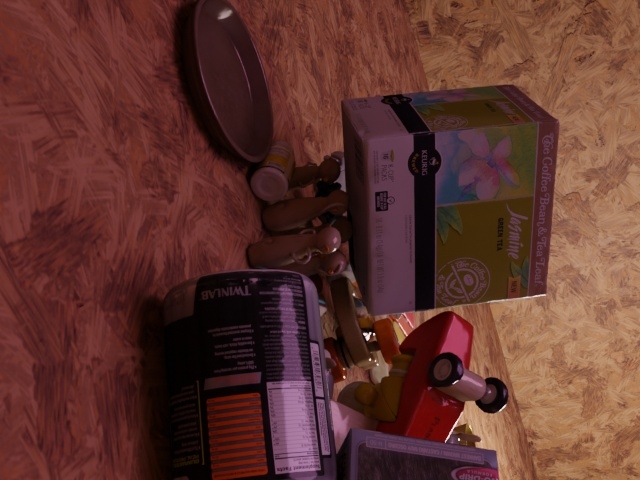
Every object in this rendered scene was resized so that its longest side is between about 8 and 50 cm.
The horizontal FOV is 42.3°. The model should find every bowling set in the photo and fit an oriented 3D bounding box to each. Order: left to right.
[{"bbox_3d":[0.000,0.000,1.422,0.287,0.154,0.199,-79,151,-49],"label":"bowling set"}]

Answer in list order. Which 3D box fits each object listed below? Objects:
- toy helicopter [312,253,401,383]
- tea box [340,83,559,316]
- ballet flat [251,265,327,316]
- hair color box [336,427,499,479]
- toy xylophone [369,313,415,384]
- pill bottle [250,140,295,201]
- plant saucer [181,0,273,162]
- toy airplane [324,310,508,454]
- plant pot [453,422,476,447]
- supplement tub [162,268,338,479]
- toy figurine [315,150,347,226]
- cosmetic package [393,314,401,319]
[{"bbox_3d":[0.064,0.138,1.631,0.355,0.140,0.234,26,44,-80],"label":"toy helicopter"},{"bbox_3d":[0.215,-0.075,1.442,0.220,0.324,0.328,-109,-167,-62],"label":"tea box"},{"bbox_3d":[-0.063,0.107,1.312,0.248,0.086,0.086,37,44,-61],"label":"ballet flat"},{"bbox_3d":[0.082,0.391,1.084,0.374,0.186,0.113,109,-11,-49],"label":"hair color box"},{"bbox_3d":[0.176,0.242,1.902,0.236,0.081,0.322,49,34,-56],"label":"toy xylophone"},{"bbox_3d":[-0.077,-0.122,1.414,0.116,0.065,0.065,-75,148,-54],"label":"pill bottle"},{"bbox_3d":[-0.149,-0.257,1.332,0.278,0.041,0.277,-13,90,-72],"label":"plant saucer"},{"bbox_3d":[0.109,0.338,1.396,0.272,0.385,0.386,23,-51,57],"label":"toy airplane"},{"bbox_3d":[0.359,0.563,2.214,0.134,0.095,0.134,-12,90,-73],"label":"plant pot"},{"bbox_3d":[-0.083,0.205,0.980,0.193,0.194,0.315,34,47,-65],"label":"supplement tub"},{"bbox_3d":[0.092,-0.079,1.669,0.213,0.210,0.148,-84,171,-58],"label":"toy figurine"},{"bbox_3d":[0.196,0.045,1.756,0.099,0.239,0.060,37,22,9],"label":"cosmetic package"}]
